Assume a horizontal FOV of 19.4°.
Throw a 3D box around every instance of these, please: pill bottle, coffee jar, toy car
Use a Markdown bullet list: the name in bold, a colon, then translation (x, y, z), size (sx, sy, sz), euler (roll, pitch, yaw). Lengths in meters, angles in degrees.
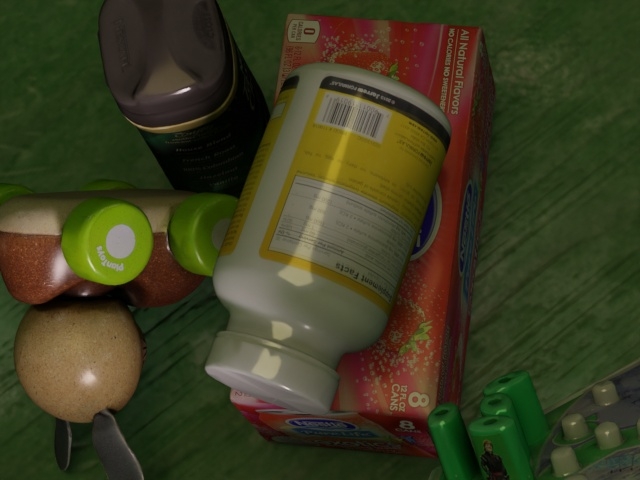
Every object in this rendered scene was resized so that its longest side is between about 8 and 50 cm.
- **pill bottle**: translation (0.000, 0.000, 1.061), size (0.103, 0.103, 0.184), euler (17, 76, 15)
- **coffee jar**: translation (-0.083, -0.095, 1.196), size (0.079, 0.184, 0.096), euler (-14, 70, 5)
- **toy car**: translation (-0.135, 0.061, 1.184), size (0.155, 0.149, 0.188), euler (9, 100, 53)

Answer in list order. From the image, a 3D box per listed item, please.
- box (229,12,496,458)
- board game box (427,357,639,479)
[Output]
- **box**: translation (0.032, -0.002, 1.178), size (0.128, 0.122, 0.256), euler (5, 73, 11)
- **board game box**: translation (0.298, 0.058, 0.935), size (0.390, 0.390, 0.050), euler (-25, 105, -24)
